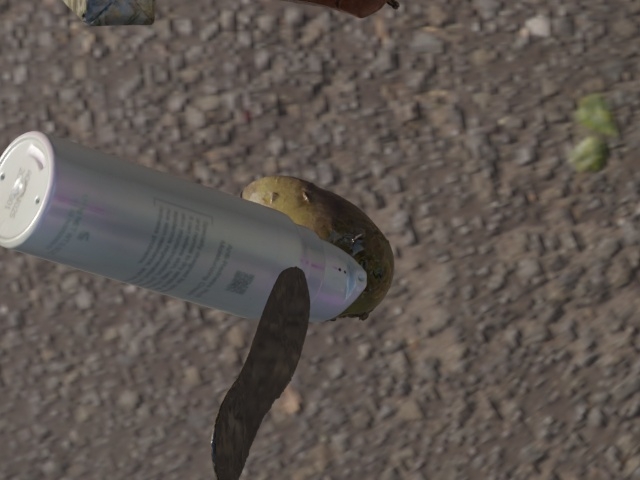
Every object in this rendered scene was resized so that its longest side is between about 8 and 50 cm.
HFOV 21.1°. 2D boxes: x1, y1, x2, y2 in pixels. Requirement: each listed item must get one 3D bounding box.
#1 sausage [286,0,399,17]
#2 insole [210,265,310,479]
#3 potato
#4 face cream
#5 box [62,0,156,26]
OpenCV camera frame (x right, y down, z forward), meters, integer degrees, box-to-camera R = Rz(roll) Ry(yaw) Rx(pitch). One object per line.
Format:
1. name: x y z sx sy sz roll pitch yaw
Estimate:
1. sausage: -0.015 -0.198 1.243 0.065 0.169 0.065 -4 85 53
2. insole: -0.042 0.093 1.263 0.005 0.253 0.086 -1 117 16
3. potato: 0.000 0.000 1.645 0.172 0.100 0.089 38 132 -6
4. face cream: -0.112 0.000 1.452 0.102 0.345 0.102 -20 61 42
5. box: -0.171 -0.202 1.359 0.098 0.062 0.045 -134 47 -58
